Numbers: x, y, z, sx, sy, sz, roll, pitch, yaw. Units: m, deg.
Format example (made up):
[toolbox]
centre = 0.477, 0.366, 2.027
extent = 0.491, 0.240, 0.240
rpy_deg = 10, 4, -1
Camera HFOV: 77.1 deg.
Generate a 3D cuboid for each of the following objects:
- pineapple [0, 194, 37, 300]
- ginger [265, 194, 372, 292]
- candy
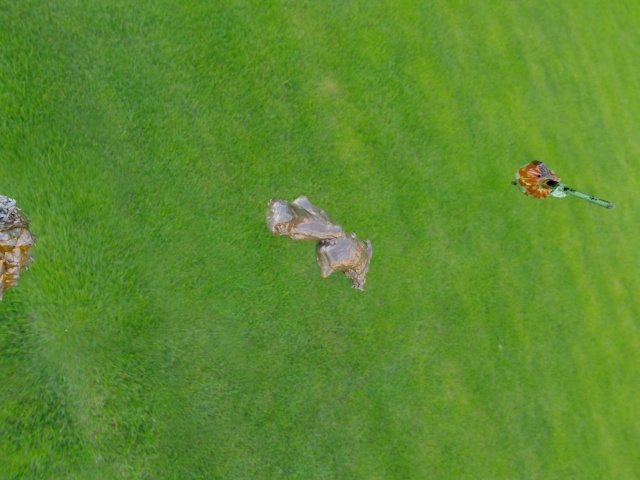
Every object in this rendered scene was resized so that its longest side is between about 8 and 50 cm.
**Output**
[pineapple]
centre = -0.308, 0.049, 0.331
extent = 0.103, 0.083, 0.221
rpy_deg = 37, 102, -16
[ginger]
centre = 0.001, 0.001, 0.731
extent = 0.290, 0.084, 0.122
rpy_deg = 34, 71, -40
[candy]
centre = 0.276, -0.058, 0.460
extent = 0.055, 0.185, 0.049
rpy_deg = 10, 109, 1
